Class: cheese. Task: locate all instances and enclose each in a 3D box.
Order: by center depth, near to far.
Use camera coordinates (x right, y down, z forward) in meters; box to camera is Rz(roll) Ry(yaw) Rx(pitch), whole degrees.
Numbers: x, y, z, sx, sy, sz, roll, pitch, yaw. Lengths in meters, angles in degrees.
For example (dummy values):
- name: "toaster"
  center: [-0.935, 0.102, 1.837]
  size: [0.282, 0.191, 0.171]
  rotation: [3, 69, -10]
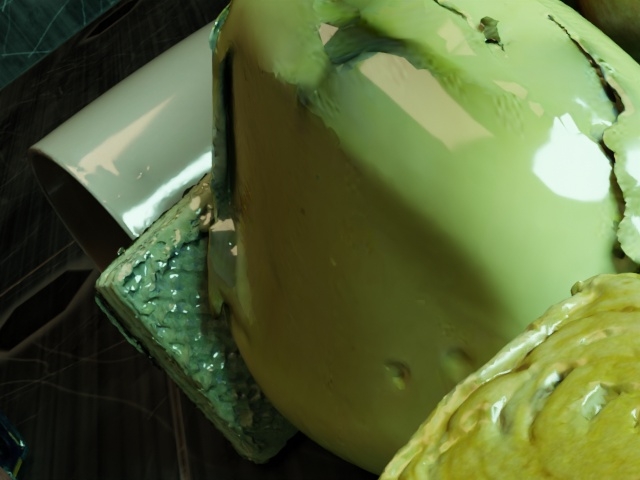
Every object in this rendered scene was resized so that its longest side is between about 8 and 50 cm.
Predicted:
- name: "cheese"
  center: [0.054, -0.006, 0.647]
  size: [0.128, 0.259, 0.316]
  rotation: [-16, 18, -24]

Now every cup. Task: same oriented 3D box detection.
- name: "cup"
  center: [-0.043, -0.032, 0.972]
  size: [0.200, 0.191, 0.253]
  rotation: [-40, 49, -15]

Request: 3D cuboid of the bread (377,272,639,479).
- name: "bread"
  center: [0.115, 0.101, 0.423]
  size: [0.149, 0.143, 0.158]
  rotation: [-43, 24, -15]

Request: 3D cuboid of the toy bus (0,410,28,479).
- name: "toy bus"
  center: [-0.281, 0.187, 0.977]
  size: [0.114, 0.098, 0.201]
  rotation: [-30, 22, 19]

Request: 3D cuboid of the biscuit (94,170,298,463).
- name: "biscuit"
  center: [0.000, 0.000, 0.846]
  size: [0.250, 0.147, 0.046]
  rotation: [-44, 17, -24]

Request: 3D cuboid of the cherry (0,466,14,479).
- name: "cherry"
  center: [-0.229, 0.208, 0.637]
  size: [0.261, 0.221, 0.307]
  rotation: [-45, 8, 0]

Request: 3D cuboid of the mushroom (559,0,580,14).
- name: "mushroom"
  center: [0.131, -0.169, 0.816]
  size: [0.292, 0.212, 0.217]
  rotation: [-16, -22, -37]

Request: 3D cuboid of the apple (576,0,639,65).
- name: "apple"
  center: [0.229, -0.143, 0.685]
  size: [0.188, 0.211, 0.211]
  rotation: [-62, 20, 2]
